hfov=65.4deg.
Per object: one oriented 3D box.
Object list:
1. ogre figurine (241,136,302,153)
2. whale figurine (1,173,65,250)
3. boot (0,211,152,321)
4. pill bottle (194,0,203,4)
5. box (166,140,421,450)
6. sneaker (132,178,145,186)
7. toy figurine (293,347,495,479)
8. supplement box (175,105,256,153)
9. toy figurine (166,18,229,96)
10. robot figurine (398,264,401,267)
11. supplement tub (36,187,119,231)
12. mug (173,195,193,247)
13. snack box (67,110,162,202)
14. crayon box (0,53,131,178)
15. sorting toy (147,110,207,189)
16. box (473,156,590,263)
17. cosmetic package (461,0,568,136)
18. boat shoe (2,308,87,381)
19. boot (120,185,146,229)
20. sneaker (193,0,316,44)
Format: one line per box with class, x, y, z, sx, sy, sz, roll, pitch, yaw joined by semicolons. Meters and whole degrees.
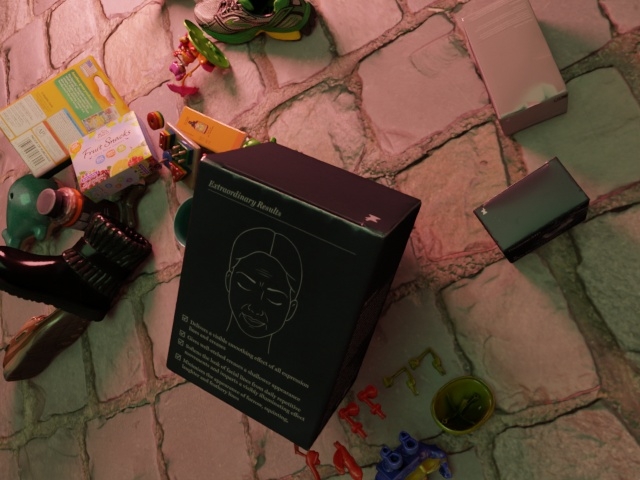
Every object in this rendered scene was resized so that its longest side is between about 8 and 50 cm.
ogre figurine;-0.120;-0.171;1.161;0.197;0.097;0.118;11;76;21
whale figurine;-0.883;-0.080;1.490;0.272;0.141;0.216;-44;65;13
boot;-0.642;0.032;1.273;0.260;0.348;0.131;-56;30;10
pill bottle;-0.267;-0.715;1.335;0.186;0.112;0.112;-24;70;20
box;-0.053;0.077;0.826;0.293;0.212;0.396;25;116;16
sneaker;-0.537;-0.212;1.396;0.161;0.057;0.075;39;103;29
toy figurine;0.143;0.398;0.912;0.362;0.217;0.191;-30;42;-29
supplement box;-0.263;-0.260;1.263;0.233;0.080;0.078;28;92;26
toy figurine;-0.354;-0.466;1.325;0.159;0.130;0.173;-41;78;23
robot figurine;0.000;0.000;1.014;0.353;0.200;0.300;-2;71;26
supplement tub;-0.653;-0.081;1.347;0.106;0.198;0.106;-6;76;25
mug;-0.281;-0.023;1.213;0.129;0.097;0.158;26;92;27
snack box;-0.555;-0.226;1.345;0.207;0.070;0.174;-27;65;-1
crayon box;-0.714;-0.345;1.413;0.323;0.083;0.203;-34;98;-3
sorting toy;-0.366;-0.207;1.276;0.274;0.046;0.132;40;134;21
box;0.368;-0.045;0.869;0.156;0.158;0.093;-35;67;16
cosmetic package;0.372;-0.338;0.959;0.127;0.107;0.238;-18;75;21
boat shoe;-0.779;0.261;1.387;0.324;0.123;0.116;-39;64;12
boot;-0.512;-0.083;1.370;0.106;0.037;0.114;-21;68;34
sneaker;-0.185;-0.591;1.252;0.343;0.146;0.134;8;84;28
